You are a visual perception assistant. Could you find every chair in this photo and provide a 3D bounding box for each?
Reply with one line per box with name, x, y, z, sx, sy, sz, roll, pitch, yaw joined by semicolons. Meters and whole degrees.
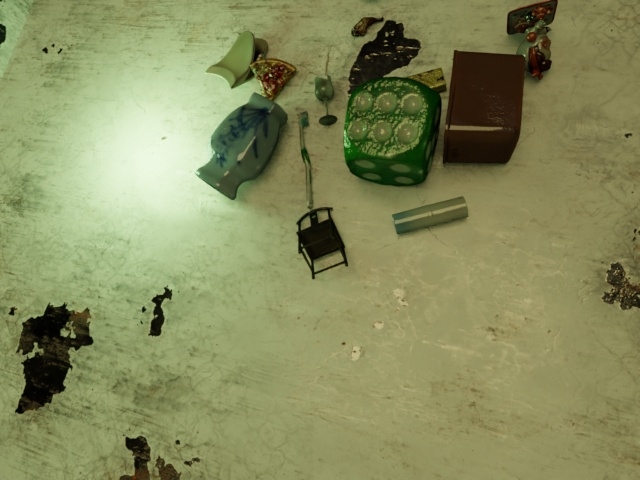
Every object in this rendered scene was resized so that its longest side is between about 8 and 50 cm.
chair;0.000;0.000;1.583;0.154;0.141;0.260;-22;27;8

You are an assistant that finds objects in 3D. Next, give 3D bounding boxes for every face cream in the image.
face cream;0.380;-0.087;1.527;0.249;0.077;0.077;-14;73;11

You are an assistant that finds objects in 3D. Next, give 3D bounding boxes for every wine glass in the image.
wine glass;0.020;-0.565;1.750;0.079;0.079;0.196;-11;74;12

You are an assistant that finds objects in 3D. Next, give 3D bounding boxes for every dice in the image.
dice;0.249;-0.367;1.521;0.297;0.300;0.287;11;81;17

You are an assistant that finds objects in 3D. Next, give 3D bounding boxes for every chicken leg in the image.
chicken leg;0.191;-0.895;1.815;0.145;0.037;0.062;-36;92;4

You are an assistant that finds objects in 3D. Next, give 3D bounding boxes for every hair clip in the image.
hair clip;-0.344;-0.782;1.898;0.172;0.113;0.282;34;92;21

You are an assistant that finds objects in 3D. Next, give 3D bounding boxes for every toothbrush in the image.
toothbrush;-0.060;-0.321;1.727;0.040;0.042;0.418;-10;73;25

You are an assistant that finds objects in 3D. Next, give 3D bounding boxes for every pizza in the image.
pizza;-0.196;-0.671;1.832;0.200;0.053;0.193;-2;88;-2

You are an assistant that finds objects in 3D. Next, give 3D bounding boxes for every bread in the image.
bread;0.363;-0.592;1.681;0.226;0.049;0.088;-12;73;12

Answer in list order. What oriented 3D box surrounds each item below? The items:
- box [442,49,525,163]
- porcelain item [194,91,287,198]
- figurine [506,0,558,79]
box;0.550;-0.445;1.495;0.229;0.239;0.340;7;77;14
porcelain item;-0.307;-0.373;1.735;0.242;0.178;0.405;32;83;21
figurine;0.755;-0.683;1.547;0.160;0.183;0.226;-6;86;23
